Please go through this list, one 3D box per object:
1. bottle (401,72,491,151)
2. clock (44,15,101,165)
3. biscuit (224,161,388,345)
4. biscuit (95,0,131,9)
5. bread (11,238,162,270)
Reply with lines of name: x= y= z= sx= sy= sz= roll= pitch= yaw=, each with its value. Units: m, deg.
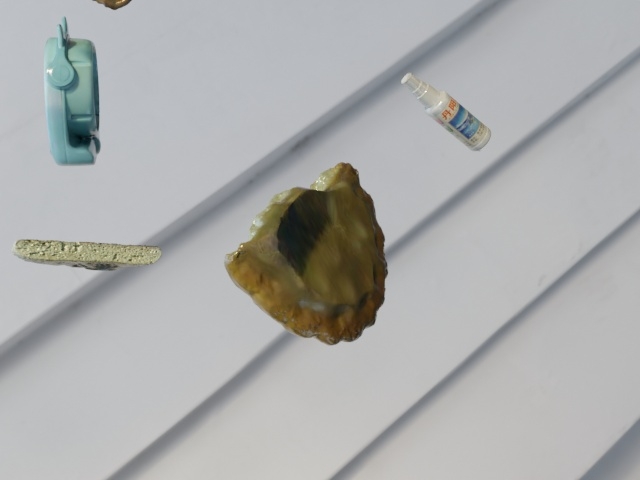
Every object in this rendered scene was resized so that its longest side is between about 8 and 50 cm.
bottle: x=0.244 y=-0.255 z=1.515 sx=0.217 sy=0.060 sz=0.060 roll=32 pitch=173 yaw=-25
clock: x=-0.486 y=-0.295 z=1.521 sx=0.223 sy=0.094 sz=0.274 roll=-117 pitch=29 yaw=-62
biscuit: x=0.000 y=0.000 z=1.291 sx=0.329 sy=0.335 sz=0.078 roll=28 pitch=150 yaw=-35
biscuit: x=-0.378 y=-0.509 z=1.209 sx=0.232 sy=0.237 sz=0.013 roll=19 pitch=-157 yaw=-19
bread: x=-0.328 y=0.023 z=1.059 sx=0.112 sy=0.193 sz=0.036 roll=-7 pitch=80 yaw=59
